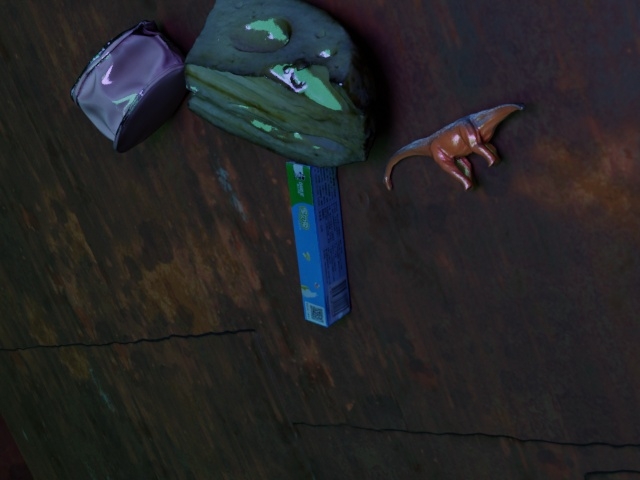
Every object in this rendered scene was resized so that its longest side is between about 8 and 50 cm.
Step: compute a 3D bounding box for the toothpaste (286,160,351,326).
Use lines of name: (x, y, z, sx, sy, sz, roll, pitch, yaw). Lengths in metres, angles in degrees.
toothpaste: (0.000, 0.000, 1.273, 0.050, 0.065, 0.267, 15, 123, 39)

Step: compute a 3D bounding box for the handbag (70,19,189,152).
handbag: (-0.291, -0.242, 1.318, 0.116, 0.179, 0.205, 46, 136, 2)

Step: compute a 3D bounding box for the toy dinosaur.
toy dinosaur: (0.169, -0.109, 1.074, 0.279, 0.055, 0.102, -38, 77, 47)

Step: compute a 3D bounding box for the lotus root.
lotus root: (-0.046, -0.225, 1.149, 0.314, 0.142, 0.210, 24, 154, 21)
